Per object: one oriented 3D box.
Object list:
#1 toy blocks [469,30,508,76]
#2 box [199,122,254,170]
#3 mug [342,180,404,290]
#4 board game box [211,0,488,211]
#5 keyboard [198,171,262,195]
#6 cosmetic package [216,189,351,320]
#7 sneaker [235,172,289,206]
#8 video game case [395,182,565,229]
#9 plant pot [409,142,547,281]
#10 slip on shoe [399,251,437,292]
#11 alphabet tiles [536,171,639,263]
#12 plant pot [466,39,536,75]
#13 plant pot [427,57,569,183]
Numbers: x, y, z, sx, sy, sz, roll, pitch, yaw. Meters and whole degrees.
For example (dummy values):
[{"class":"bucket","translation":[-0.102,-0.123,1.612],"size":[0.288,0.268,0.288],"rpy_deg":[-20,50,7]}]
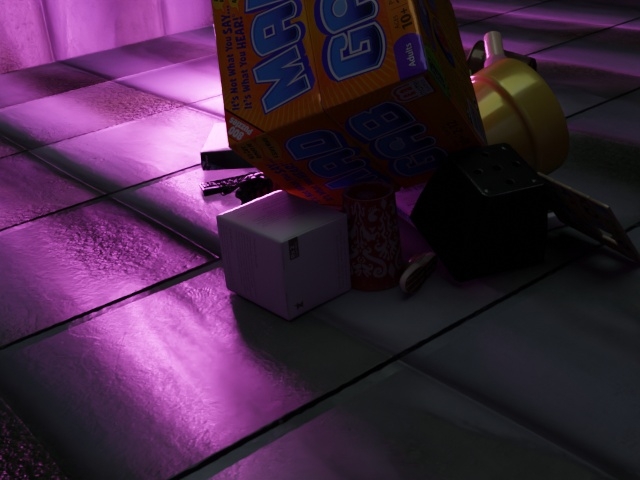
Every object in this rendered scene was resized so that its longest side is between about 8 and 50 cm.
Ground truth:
[{"class":"toy blocks","translation":[0.338,-0.280,2.054],"size":[0.288,0.309,0.260],"rpy_deg":[-11,56,15]},{"class":"box","translation":[-0.130,-0.250,2.213],"size":[0.321,0.059,0.232],"rpy_deg":[-4,25,6]},{"class":"mug","translation":[0.074,-0.013,1.541],"size":[0.150,0.169,0.113],"rpy_deg":[11,31,31]},{"class":"board game box","translation":[0.056,-0.309,1.564],"size":[0.356,0.356,0.356],"rpy_deg":[-18,65,21]},{"class":"keyboard","translation":[-0.185,-0.146,2.027],"size":[0.192,0.038,0.100],"rpy_deg":[-14,27,-15]},{"class":"cosmetic package","translation":[-0.063,0.021,1.519],"size":[0.151,0.151,0.183],"rpy_deg":[-25,33,-36]},{"class":"sneaker","translation":[-0.046,-0.104,1.847],"size":[0.276,0.098,0.135],"rpy_deg":[-2,8,30]},{"class":"video game case","translation":[0.336,-0.075,1.775],"size":[0.328,0.036,0.300],"rpy_deg":[-14,26,-18]},{"class":"plant pot","translation":[0.291,-0.064,1.536],"size":[0.188,0.167,0.187],"rpy_deg":[-13,45,-21]},{"class":"slip on shoe","translation":[0.163,0.052,1.521],"size":[0.041,0.052,0.135],"rpy_deg":[15,29,26]},{"class":"alphabet tiles","translation":[0.448,-0.054,1.536],"size":[0.009,0.198,0.237],"rpy_deg":[-51,43,-2]},{"class":"plant pot","translation":[0.506,-0.463,2.423],"size":[0.165,0.167,0.167],"rpy_deg":[17,33,25]},{"class":"plant pot","translation":[0.325,-0.202,1.743],"size":[0.239,0.254,0.254],"rpy_deg":[-29,31,-13]}]
